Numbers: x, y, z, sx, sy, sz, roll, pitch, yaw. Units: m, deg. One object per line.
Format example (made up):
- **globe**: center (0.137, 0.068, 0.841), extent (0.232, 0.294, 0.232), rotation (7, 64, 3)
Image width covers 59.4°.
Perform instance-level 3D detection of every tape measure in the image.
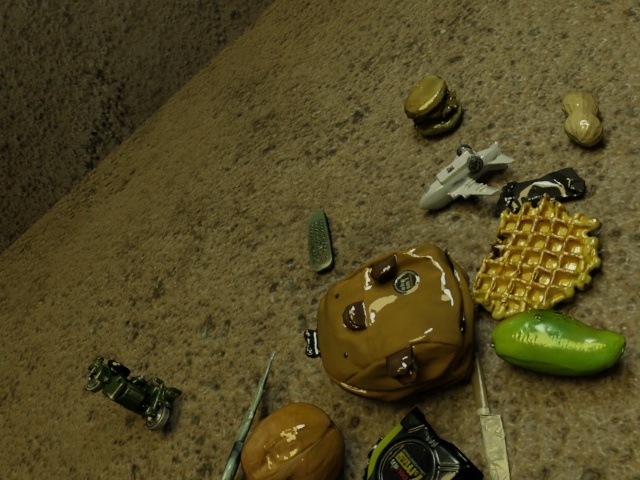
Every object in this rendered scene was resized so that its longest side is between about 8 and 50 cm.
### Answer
- **tape measure**: center (0.176, 0.435, 1.041), extent (0.186, 0.112, 0.199), rotation (-41, 34, -8)

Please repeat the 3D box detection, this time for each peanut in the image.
- **peanut**: center (0.618, -0.294, 1.333), extent (0.082, 0.082, 0.187), rotation (-14, 47, 30)

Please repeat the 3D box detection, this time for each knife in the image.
- **knife**: center (0.323, 0.343, 1.070), extent (0.047, 0.017, 0.298), rotation (-18, 46, 22)

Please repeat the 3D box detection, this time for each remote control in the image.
- **remote control**: center (0.000, 0.000, 1.611), extent (0.072, 0.042, 0.222), rotation (-26, 44, 20)

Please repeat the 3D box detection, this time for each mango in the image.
- **mango**: center (0.437, 0.187, 1.041), extent (0.232, 0.111, 0.125), rotation (-5, 57, 35)

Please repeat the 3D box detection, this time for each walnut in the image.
- **walnut**: center (-0.055, 0.446, 1.166), extent (0.226, 0.193, 0.193), rotation (-50, 39, 11)

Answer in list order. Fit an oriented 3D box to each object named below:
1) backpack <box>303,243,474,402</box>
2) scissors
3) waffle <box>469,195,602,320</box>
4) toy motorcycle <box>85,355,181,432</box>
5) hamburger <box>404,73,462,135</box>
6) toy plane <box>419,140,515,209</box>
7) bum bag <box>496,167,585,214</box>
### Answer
- **backpack**: center (0.148, 0.182, 1.206), extent (0.378, 0.201, 0.354), rotation (-30, 44, 24)
- **scissors**: center (-0.172, 0.434, 1.300), extent (0.029, 0.256, 0.384), rotation (20, 49, 1)
- **waffle**: center (0.447, 0.038, 1.199), extent (0.309, 0.065, 0.283), rotation (-30, 43, 13)
- **toy motorcycle**: center (-0.526, 0.416, 1.564), extent (0.275, 0.205, 0.127), rotation (6, 59, 48)
- **hamburger**: center (0.321, -0.384, 1.621), extent (0.159, 0.131, 0.185), rotation (-44, 33, 13)
- **toy plane**: center (0.353, -0.164, 1.418), extent (0.255, 0.101, 0.251), rotation (-32, 29, 13)
- **bum bag**: center (0.502, -0.115, 1.294), extent (0.197, 0.049, 0.087), rotation (-16, 52, 28)
